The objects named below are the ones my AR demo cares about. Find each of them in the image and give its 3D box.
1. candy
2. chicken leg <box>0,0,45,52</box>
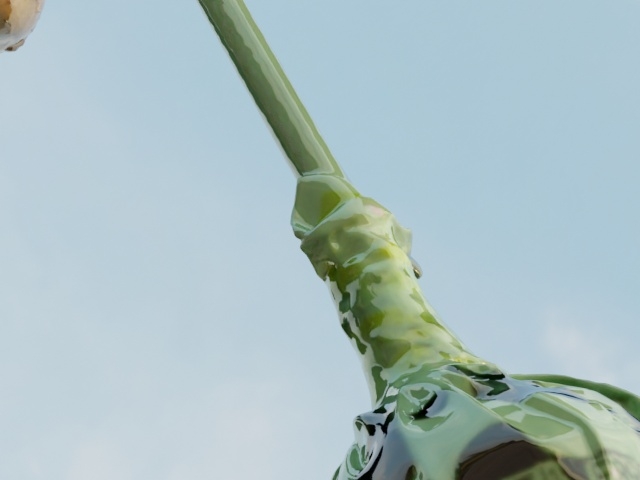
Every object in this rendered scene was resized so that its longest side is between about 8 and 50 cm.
[{"bbox_3d":[0.000,0.000,0.441,0.091,0.083,0.305,-53,-134,28],"label":"candy"},{"bbox_3d":[-0.219,-0.141,0.845,0.101,0.207,0.085,-4,-103,41],"label":"chicken leg"}]
